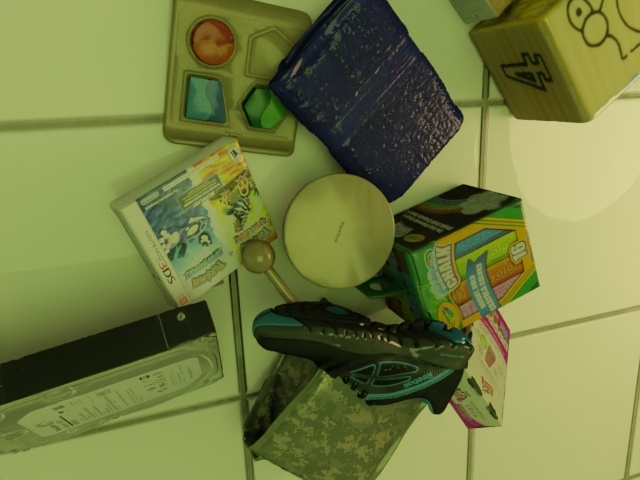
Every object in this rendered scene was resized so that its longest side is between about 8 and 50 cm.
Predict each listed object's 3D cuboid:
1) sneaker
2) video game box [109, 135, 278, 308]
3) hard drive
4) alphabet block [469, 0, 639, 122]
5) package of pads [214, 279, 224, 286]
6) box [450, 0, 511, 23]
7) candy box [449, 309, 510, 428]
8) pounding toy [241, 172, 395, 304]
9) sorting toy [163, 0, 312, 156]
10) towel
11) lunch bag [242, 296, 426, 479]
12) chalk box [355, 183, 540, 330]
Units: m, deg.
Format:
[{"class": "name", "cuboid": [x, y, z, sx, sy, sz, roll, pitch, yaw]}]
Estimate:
[{"class": "sneaker", "cuboid": [0.061, 0.181, 0.797, 0.341, 0.125, 0.140, 12, 101, -11]}, {"class": "video game box", "cuboid": [-0.180, -0.027, 0.813, 0.205, 0.048, 0.187, -39, 127, -27]}, {"class": "hard drive", "cuboid": [-0.314, 0.206, 0.780, 0.339, 0.237, 0.064, -16, 64, -16]}, {"class": "alphabet block", "cuboid": [0.416, -0.339, 0.923, 0.192, 0.193, 0.197, -41, 114, -8]}, {"class": "package of pads", "cuboid": [-0.195, 0.042, 0.878, 0.050, 0.032, 0.083, -23, 111, -18]}, {"class": "box", "cuboid": [0.260, -0.473, 0.884, 0.170, 0.091, 0.130, 42, 87, -25]}, {"class": "candy box", "cuboid": [0.288, 0.207, 1.009, 0.159, 0.071, 0.233, 55, 37, -23]}, {"class": "pounding toy", "cuboid": [0.000, 0.000, 0.882, 0.237, 0.110, 0.183, -43, 104, -6]}, {"class": "sorting toy", "cuboid": [-0.080, -0.250, 0.841, 0.307, 0.041, 0.229, 3, 103, -21]}, {"class": "towel", "cuboid": [0.082, -0.229, 0.876, 0.227, 0.076, 0.308, -48, 121, -2]}, {"class": "lunch bag", "cuboid": [0.026, 0.292, 0.953, 0.235, 0.169, 0.287, 38, 84, -23]}, {"class": "chalk box", "cuboid": [0.202, 0.045, 0.951, 0.289, 0.180, 0.179, -25, 111, -12]}]
